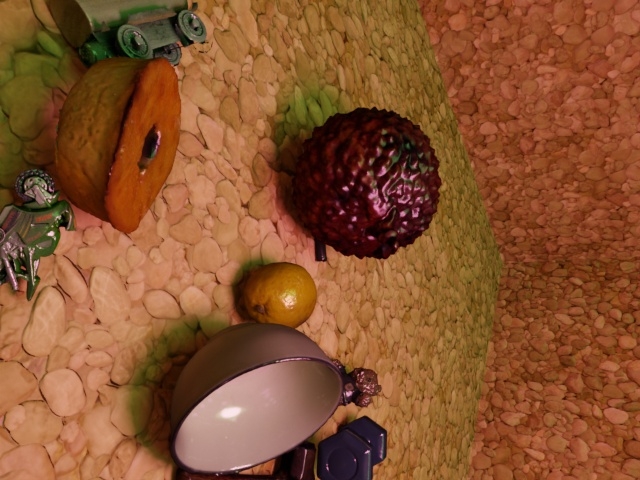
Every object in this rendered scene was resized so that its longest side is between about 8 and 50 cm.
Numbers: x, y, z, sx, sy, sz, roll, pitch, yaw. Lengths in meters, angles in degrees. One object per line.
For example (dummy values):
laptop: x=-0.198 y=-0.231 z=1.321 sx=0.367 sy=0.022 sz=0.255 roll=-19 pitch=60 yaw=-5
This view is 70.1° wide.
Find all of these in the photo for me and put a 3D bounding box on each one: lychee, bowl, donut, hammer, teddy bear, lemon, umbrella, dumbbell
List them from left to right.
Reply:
donut: x=-0.331 y=-0.166 z=0.765 sx=0.303 sy=0.110 sz=0.304 roll=-166 pitch=-90 yaw=-87
bowl: x=-0.146 y=0.295 z=0.939 sx=0.354 sy=0.353 sz=0.185 roll=41 pitch=10 yaw=-44
hammer: x=-0.157 y=0.566 z=1.029 sx=0.408 sy=0.095 sz=0.243 roll=35 pitch=58 yaw=-45
lemon: x=-0.094 y=0.135 z=1.115 sx=0.207 sy=0.169 sz=0.170 roll=-10 pitch=93 yaw=-63
umbrella: x=-0.001 y=0.000 z=1.378 sx=0.036 sy=0.031 sz=0.133 roll=4 pitch=81 yaw=-64
teddy bear: x=0.058 y=0.423 z=1.324 sx=0.251 sy=0.129 sz=0.182 roll=8 pitch=37 yaw=-34
dumbbell: x=0.097 y=0.586 z=1.270 sx=0.144 sy=0.156 sz=0.316 roll=-58 pitch=159 yaw=-3
lychee: x=0.127 y=-0.143 z=1.244 sx=0.425 sy=0.424 sz=0.500 roll=56 pitch=16 yaw=-34

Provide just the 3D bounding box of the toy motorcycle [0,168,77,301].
toy motorcycle: x=-0.440 y=-0.009 z=0.690 sx=0.106 sy=0.074 sz=0.190 roll=30 pitch=83 yaw=-35

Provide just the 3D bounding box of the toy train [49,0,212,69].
toy train: x=-0.343 y=-0.419 z=0.867 sx=0.307 sy=0.126 sz=0.190 roll=-48 pitch=123 yaw=-46
